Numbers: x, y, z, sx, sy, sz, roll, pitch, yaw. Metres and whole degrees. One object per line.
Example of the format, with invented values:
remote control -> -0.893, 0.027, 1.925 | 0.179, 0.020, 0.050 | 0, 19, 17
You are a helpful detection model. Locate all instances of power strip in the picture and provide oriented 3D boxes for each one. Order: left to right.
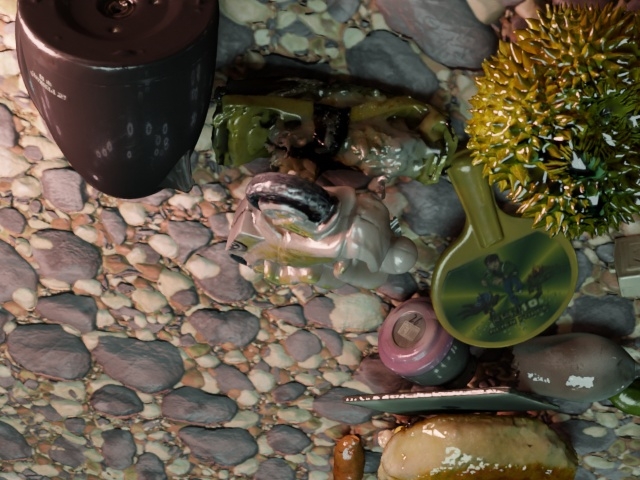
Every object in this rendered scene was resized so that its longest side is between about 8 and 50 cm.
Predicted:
power strip -> 0.452, 0.024, 1.474 | 0.175, 0.075, 0.042 | -9, 133, 16

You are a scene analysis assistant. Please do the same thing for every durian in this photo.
durian -> 0.284, -0.129, 1.261 | 0.291, 0.224, 0.291 | -13, 121, -22

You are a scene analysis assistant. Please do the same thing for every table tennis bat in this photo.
table tennis bat -> 0.222, 0.011, 1.497 | 0.198, 0.050, 0.321 | -22, 124, 1

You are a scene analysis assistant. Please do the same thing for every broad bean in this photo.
broad bean -> 0.440, 0.224, 1.693 | 0.214, 0.048, 0.070 | 10, 142, 5

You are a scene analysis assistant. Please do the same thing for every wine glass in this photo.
wine glass -> 0.378, 0.179, 1.621 | 0.222, 0.103, 0.103 | 1, 135, 14

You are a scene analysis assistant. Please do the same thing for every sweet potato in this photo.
sweet potato -> 0.044, 0.382, 1.920 | 0.056, 0.056, 0.195 | 9, 138, 1

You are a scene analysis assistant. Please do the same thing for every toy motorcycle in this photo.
toy motorcycle -> 0.000, 0.000, 1.395 | 0.223, 0.108, 0.340 | 15, 163, -8

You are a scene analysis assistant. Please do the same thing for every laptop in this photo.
laptop -> 0.190, 0.235, 1.688 | 0.269, 0.015, 0.188 | -8, 161, 32

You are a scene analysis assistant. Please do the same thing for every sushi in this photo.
sushi -> 0.014, -0.112, 1.379 | 0.291, 0.131, 0.139 | 3, 136, -7

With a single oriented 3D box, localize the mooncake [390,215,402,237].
mooncake -> -0.055, -0.055, 1.507 | 0.347, 0.057, 0.150 | 8, 159, 13

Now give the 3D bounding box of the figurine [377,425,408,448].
figurine -> 0.133, 0.320, 1.850 | 0.050, 0.047, 0.083 | -39, 126, 20

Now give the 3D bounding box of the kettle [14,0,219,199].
kettle -> -0.245, -0.183, 1.329 | 0.268, 0.207, 0.290 | 34, 147, 18

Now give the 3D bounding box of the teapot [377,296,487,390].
teapot -> 0.166, 0.142, 1.638 | 0.116, 0.148, 0.146 | 20, 165, 44

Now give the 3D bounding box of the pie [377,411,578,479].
pie -> 0.237, 0.358, 1.796 | 0.315, 0.092, 0.315 | -2, 148, -1
